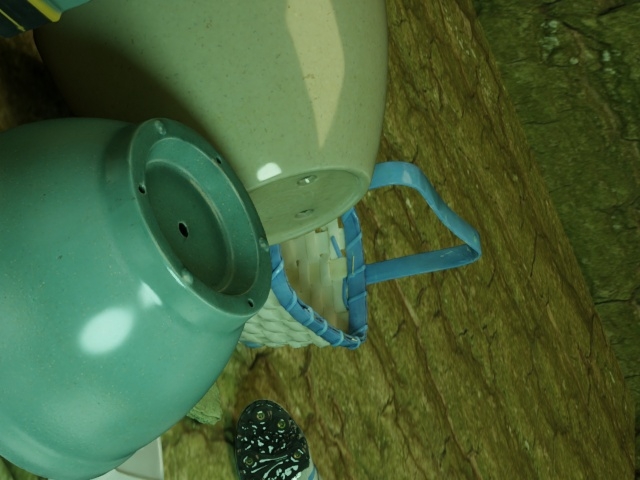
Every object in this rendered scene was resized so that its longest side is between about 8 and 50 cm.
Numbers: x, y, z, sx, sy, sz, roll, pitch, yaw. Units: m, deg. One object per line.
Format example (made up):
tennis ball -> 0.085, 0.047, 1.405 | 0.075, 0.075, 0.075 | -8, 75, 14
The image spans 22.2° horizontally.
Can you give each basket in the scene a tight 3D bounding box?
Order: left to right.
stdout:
basket -> 0.000, 0.000, 1.691 | 0.255, 0.289, 0.201 | 44, 41, -60

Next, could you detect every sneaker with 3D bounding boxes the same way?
sneaker -> -0.029, 0.272, 1.746 | 0.237, 0.085, 0.086 | 65, -4, -16

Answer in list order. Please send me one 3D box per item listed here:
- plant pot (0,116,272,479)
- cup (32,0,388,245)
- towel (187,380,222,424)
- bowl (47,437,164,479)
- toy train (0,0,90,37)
plant pot -> -0.164, 0.021, 1.300 | 0.293, 0.196, 0.293 | 44, 31, -35
cup -> -0.069, -0.131, 1.488 | 0.331, 0.331, 0.237 | 24, 42, -65
towel -> -0.143, 0.120, 1.613 | 0.148, 0.027, 0.110 | 34, 44, -59
bowl -> -0.185, 0.170, 1.429 | 0.142, 0.053, 0.142 | 32, 46, -60
toy train -> -0.272, -0.311, 1.346 | 0.142, 0.190, 0.334 | 45, 36, -55
